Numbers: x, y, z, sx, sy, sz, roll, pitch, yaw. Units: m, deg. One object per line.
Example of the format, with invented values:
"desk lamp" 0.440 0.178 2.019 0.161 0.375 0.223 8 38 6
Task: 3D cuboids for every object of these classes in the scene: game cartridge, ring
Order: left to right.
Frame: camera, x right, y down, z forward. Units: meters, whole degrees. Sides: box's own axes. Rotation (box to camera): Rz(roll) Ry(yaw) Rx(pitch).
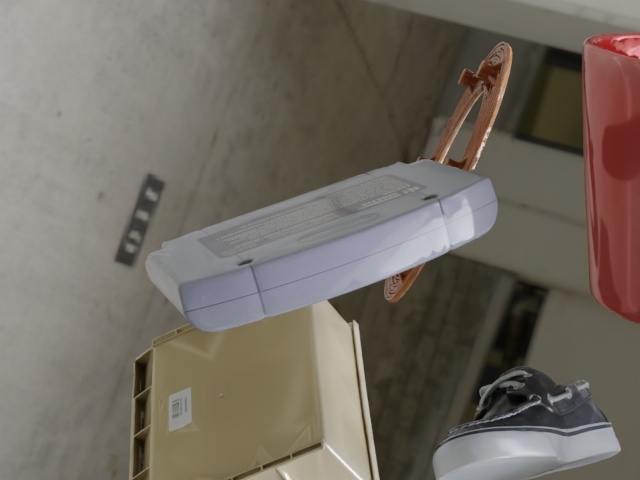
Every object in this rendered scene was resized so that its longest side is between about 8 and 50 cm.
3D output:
"game cartridge" 0.000 0.000 1.094 0.198 0.297 0.062 -143 -144 -66
"ring" 0.140 -0.084 1.437 0.336 0.032 0.337 -155 -90 -86

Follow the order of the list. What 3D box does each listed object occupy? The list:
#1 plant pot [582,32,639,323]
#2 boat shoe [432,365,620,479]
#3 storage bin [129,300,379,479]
"plant pot" 0.361 -0.052 1.110 0.275 0.275 0.243 -43 140 -68
"boat shoe" 0.191 0.171 1.142 0.301 0.108 0.102 5 62 -52
"storage bin" -0.085 0.209 1.393 0.123 0.260 0.262 51 22 -40
